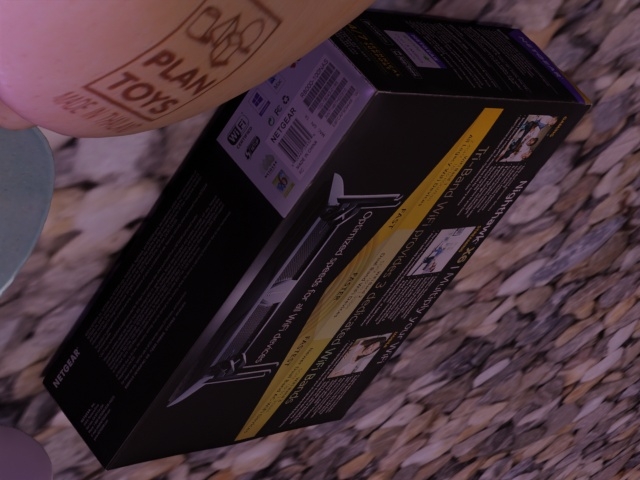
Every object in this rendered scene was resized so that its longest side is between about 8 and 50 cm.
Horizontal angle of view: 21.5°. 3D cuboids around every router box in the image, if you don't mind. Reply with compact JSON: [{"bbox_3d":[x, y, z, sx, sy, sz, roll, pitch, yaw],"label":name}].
[{"bbox_3d":[0.000,0.000,1.060,0.243,0.081,0.309,-3,136,-53],"label":"router box"}]

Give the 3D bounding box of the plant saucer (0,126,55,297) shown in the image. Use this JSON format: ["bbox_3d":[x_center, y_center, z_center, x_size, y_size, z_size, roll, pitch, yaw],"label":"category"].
[{"bbox_3d":[-0.214,0.004,0.799,0.195,0.037,0.195,-39,157,-20],"label":"plant saucer"}]

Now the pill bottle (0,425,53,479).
[{"bbox_3d":[-0.216,0.190,1.059,0.087,0.087,0.160,-20,148,-37],"label":"pill bottle"}]

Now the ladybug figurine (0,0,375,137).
[{"bbox_3d":[0.008,-0.229,0.565,0.449,0.162,0.305,-49,161,5],"label":"ladybug figurine"}]
